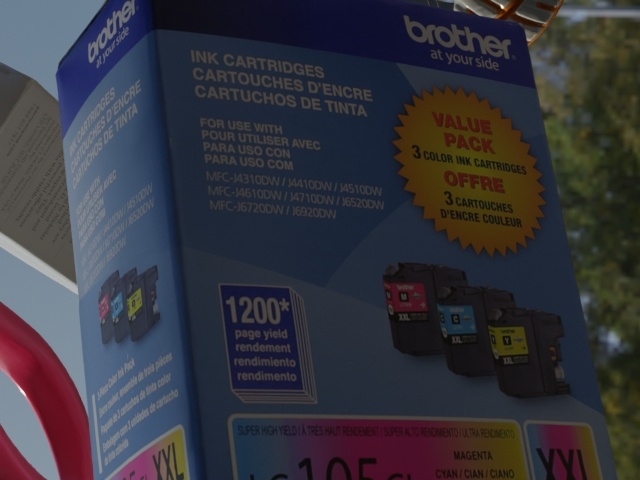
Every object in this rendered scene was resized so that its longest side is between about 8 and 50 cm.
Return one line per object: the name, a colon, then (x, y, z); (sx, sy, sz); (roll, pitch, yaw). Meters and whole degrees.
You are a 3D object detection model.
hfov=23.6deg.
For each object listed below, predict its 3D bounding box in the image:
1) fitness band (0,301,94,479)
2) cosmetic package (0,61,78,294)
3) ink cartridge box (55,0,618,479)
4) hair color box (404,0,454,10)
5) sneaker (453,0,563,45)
fitness band: (-0.246, 0.147, 1.254); (0.291, 0.054, 0.209); (58, -171, -62)
cosmetic package: (-0.353, -0.073, 1.825); (0.161, 0.230, 0.453); (-58, -26, -8)
ink cartridge box: (0.000, 0.000, 0.893); (0.270, 0.151, 0.395); (5, -117, -31)
hair color box: (-0.033, -0.176, 1.599); (0.174, 0.347, 0.105); (116, 151, -45)
sneaker: (0.185, -0.239, 1.258); (0.215, 0.084, 0.083); (-60, -16, 18)
